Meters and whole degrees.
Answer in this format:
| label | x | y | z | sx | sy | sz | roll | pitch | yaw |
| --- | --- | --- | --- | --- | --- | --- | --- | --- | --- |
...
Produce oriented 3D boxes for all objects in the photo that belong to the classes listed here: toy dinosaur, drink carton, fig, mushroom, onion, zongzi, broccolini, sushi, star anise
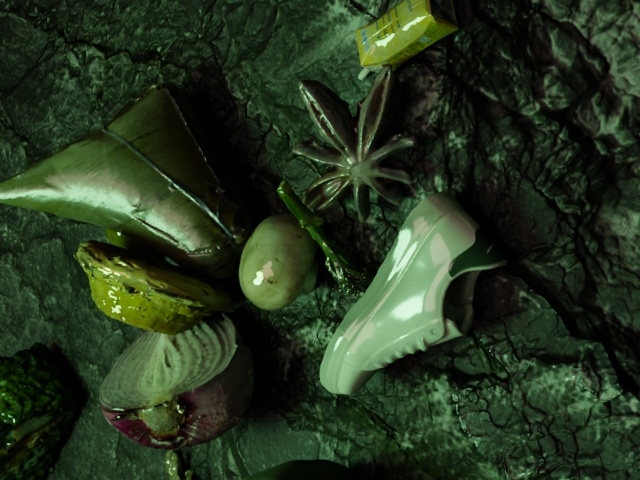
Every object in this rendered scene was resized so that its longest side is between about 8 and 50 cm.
| label | x | y | z | sx | sy | sz | roll | pitch | yaw |
| --- | --- | --- | --- | --- | --- | --- | --- | --- | --- |
| toy dinosaur | -0.258 | 0.531 | 1.940 | 0.200 | 0.072 | 0.251 | -162 | 61 | -68 |
| drink carton | 0.106 | -0.297 | 1.524 | 0.200 | 0.074 | 0.084 | -30 | 61 | 39 |
| fig | -0.323 | 0.024 | 1.945 | 0.124 | 0.124 | 0.236 | 6 | 121 | 41 |
| mushroom | -0.062 | 0.035 | 1.676 | 0.166 | 0.127 | 0.166 | -164 | 90 | -73 |
| onion | -0.232 | 0.236 | 1.827 | 0.267 | 0.348 | 0.159 | -14 | 119 | 10 |
| zongzi | -0.329 | -0.042 | 1.766 | 0.356 | 0.393 | 0.174 | 56 | 166 | 20 |
| broccolini | -0.002 | 0.001 | 1.601 | 0.216 | 0.058 | 0.067 | 50 | 153 | -18 |
| sushi | -0.687 | 0.403 | 2.175 | 0.178 | 0.294 | 0.352 | 46 | 121 | 23 |
| star anise | 0.055 | -0.144 | 1.564 | 0.198 | 0.110 | 0.257 | 7 | 117 | 17 |

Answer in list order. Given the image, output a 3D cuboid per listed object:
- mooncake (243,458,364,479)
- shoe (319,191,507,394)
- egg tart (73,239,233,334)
| label | x | y | z | sx | sy | sz | roll | pitch | yaw |
| --- | --- | --- | --- | --- | --- | --- | --- | --- | --- |
| mooncake | -0.024 | 0.513 | 1.578 | 0.187 | 0.351 | 0.351 | -29 | 75 | 28 |
| shoe | 0.140 | 0.116 | 1.514 | 0.160 | 0.132 | 0.363 | 42 | 117 | 25 |
| egg tart | -0.293 | 0.088 | 1.767 | 0.295 | 0.295 | 0.116 | 19 | 87 | 39 |
